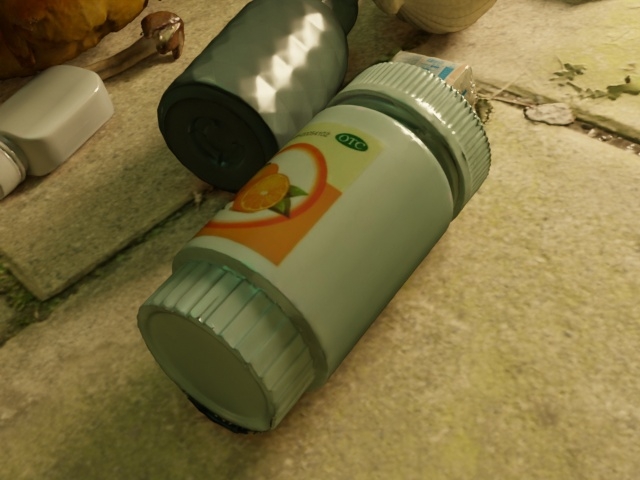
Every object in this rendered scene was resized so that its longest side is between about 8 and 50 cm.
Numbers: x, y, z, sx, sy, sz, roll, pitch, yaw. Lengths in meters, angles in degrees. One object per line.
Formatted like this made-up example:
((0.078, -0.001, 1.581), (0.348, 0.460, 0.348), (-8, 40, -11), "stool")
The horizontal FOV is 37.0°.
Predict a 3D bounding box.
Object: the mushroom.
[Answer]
((-0.257, -0.235, 1.231), (0.187, 0.060, 0.061), (-31, 54, -5), "mushroom")

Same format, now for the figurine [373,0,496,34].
((0.180, -0.369, 1.156), (0.185, 0.204, 0.332), (38, 38, 10), "figurine")

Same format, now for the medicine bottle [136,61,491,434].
((0.000, 0.000, 0.803), (0.158, 0.158, 0.318), (18, 51, 33), "medicine bottle")

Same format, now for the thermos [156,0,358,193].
((-0.055, -0.183, 1.049), (0.182, 0.145, 0.286), (-26, 24, 46), "thermos")

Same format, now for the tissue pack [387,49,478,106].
((0.110, -0.157, 1.013), (0.094, 0.058, 0.074), (21, 55, 36), "tissue pack")

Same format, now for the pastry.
((-0.361, -0.338, 1.275), (0.356, 0.164, 0.356), (-21, 30, 13), "pastry")

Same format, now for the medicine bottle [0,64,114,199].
((-0.337, -0.130, 1.127), (0.119, 0.069, 0.183), (14, 48, 30), "medicine bottle")
